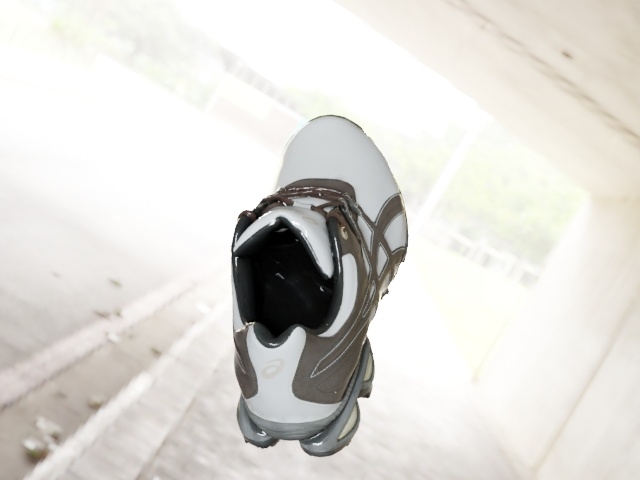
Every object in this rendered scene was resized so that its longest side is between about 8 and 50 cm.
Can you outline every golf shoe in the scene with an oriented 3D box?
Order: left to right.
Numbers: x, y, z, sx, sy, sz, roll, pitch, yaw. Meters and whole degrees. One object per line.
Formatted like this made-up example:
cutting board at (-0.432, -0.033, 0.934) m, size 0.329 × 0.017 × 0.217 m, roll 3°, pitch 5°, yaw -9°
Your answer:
golf shoe at (0.000, 0.000, 0.662) m, size 0.077 × 0.198 × 0.094 m, roll -2°, pitch -40°, yaw 8°
